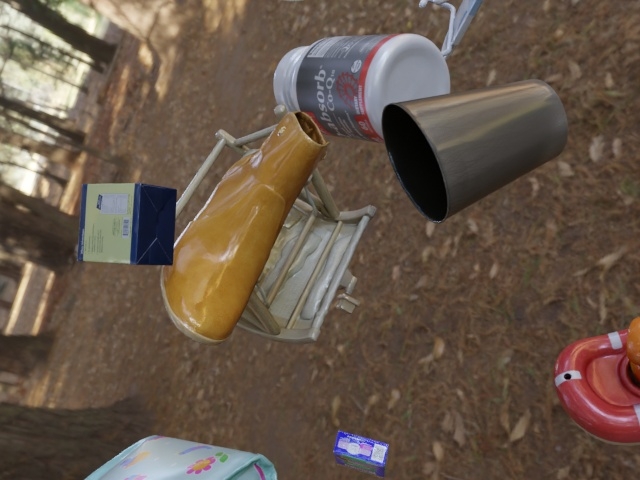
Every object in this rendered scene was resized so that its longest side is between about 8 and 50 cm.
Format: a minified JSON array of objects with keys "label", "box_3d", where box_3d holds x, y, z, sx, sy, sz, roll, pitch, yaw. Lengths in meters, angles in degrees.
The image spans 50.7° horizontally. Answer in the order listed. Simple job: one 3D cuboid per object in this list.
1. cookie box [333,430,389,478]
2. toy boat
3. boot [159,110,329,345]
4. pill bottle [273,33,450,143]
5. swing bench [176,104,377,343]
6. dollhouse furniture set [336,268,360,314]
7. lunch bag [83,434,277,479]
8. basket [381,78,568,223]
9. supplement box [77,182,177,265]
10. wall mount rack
[{"label":"cookie box","box_3d":[0.073,0.377,1.187,0.107,0.092,0.040,79,-154,-60]},{"label":"toy boat","box_3d":[0.397,0.148,0.814,0.231,0.151,0.151,-19,40,18]},{"label":"boot","box_3d":[-0.076,-0.036,0.775,0.211,0.104,0.295,-47,21,24]},{"label":"pill bottle","box_3d":[0.071,-0.315,1.400,0.363,0.210,0.210,19,88,52]},{"label":"swing bench","box_3d":[-0.081,-0.015,1.024,0.165,0.254,0.253,-10,43,45]},{"label":"dollhouse furniture set","box_3d":[0.000,0.000,1.450,0.173,0.356,0.303,-65,14,-15]},{"label":"lunch bag","box_3d":[-0.165,0.278,0.518,0.262,0.160,0.223,-30,8,-34]},{"label":"basket","box_3d":[0.238,-0.149,1.014,0.154,0.227,0.204,92,156,-57]},{"label":"supplement box","box_3d":[-0.202,-0.016,0.709,0.083,0.056,0.083,2,88,29]},{"label":"wall mount rack","box_3d":[0.292,-0.530,1.533,0.350,0.131,0.304,115,171,-55]}]
